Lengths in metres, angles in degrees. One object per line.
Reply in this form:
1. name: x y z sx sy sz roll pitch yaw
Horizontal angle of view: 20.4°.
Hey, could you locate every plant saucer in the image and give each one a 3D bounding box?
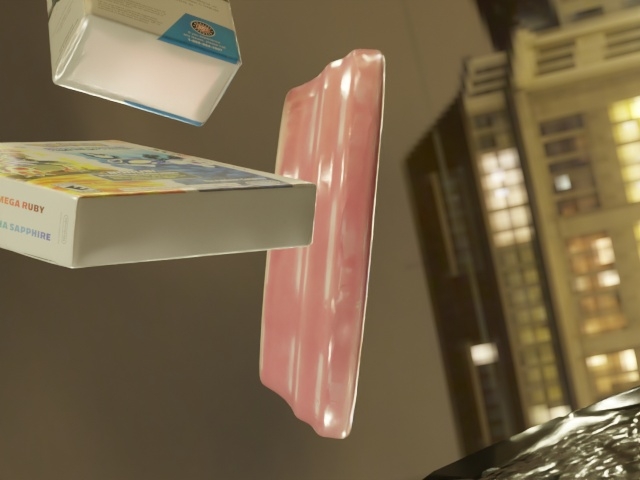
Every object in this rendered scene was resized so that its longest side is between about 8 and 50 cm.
1. plant saucer: 0.000 0.000 1.516 0.332 0.084 0.332 -174 90 -90

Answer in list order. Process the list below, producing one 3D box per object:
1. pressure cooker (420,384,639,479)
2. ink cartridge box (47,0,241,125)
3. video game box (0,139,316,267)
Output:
1. pressure cooker: 0.205 0.286 0.810 0.375 0.370 0.420 -23 -88 -61
2. ink cartridge box: -0.154 -0.201 1.508 0.140 0.082 0.190 16 -143 -25
3. video game box: -0.137 -0.027 1.089 0.205 0.187 0.048 -5 -78 -50
